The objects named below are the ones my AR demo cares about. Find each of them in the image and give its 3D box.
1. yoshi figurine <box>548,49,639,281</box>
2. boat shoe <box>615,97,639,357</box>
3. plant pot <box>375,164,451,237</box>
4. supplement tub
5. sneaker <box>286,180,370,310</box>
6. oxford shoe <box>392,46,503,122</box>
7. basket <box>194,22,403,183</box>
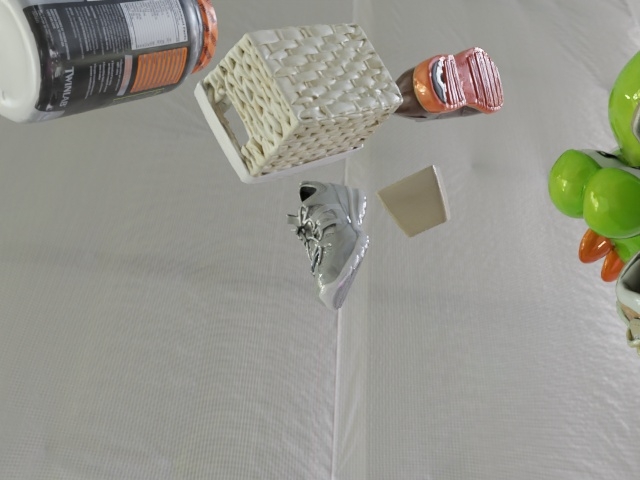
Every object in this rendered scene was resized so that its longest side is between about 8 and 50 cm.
[{"bbox_3d":[0.349,-0.072,0.542,0.361,0.203,0.203,0,-99,-33],"label":"yoshi figurine"},{"bbox_3d":[0.244,0.038,0.415,0.103,0.303,0.113,-1,-160,12],"label":"boat shoe"},{"bbox_3d":[0.172,-0.064,1.129,0.108,0.109,0.096,-25,-94,16],"label":"plant pot"},{"bbox_3d":[-0.328,-0.305,0.967,0.207,0.207,0.338,38,-141,18],"label":"supplement tub"},{"bbox_3d":[0.000,0.000,0.938,0.115,0.105,0.281,18,-153,-8],"label":"sneaker"},{"bbox_3d":[0.183,-0.220,0.940,0.271,0.098,0.097,-13,-89,-50],"label":"oxford shoe"},{"bbox_3d":[-0.016,-0.140,0.636,0.167,0.103,0.113,-22,-101,-43],"label":"basket"}]
